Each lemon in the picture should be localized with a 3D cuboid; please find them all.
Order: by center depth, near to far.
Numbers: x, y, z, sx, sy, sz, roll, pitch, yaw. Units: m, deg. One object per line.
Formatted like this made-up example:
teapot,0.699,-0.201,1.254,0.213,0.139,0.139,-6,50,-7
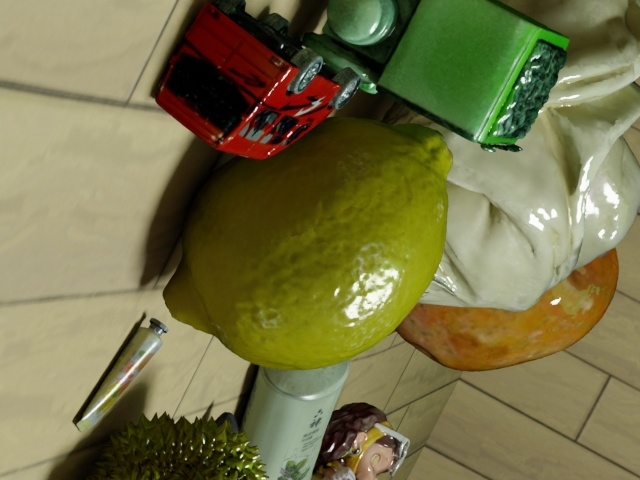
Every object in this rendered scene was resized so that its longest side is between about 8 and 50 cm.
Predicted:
lemon,0.000,0.000,1.464,0.248,0.184,0.184,-32,164,-6

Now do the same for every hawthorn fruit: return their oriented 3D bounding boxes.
hawthorn fruit,0.164,0.030,2.142,0.298,0.277,0.277,-38,172,11

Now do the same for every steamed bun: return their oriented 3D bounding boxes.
steamed bun,0.189,-0.081,1.821,0.394,0.237,0.346,-54,-171,21

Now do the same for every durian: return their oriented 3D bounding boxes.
durian,-0.131,0.222,1.567,0.198,0.146,0.159,-26,148,-49

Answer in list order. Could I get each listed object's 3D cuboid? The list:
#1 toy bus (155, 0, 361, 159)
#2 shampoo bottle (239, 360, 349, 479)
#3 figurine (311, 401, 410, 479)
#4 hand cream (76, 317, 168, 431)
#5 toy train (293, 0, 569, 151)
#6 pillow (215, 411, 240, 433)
toy bus,-0.042,-0.107,1.343,0.089,0.081,0.195,-54,170,8
shampoo bottle,-0.029,0.166,2.002,0.118,0.087,0.234,-44,159,-47
figurine,0.004,0.294,2.377,0.240,0.115,0.175,-47,160,-34
hand cream,-0.152,0.104,1.495,0.102,0.022,0.035,-54,172,-14
toy train,0.093,-0.156,1.536,0.132,0.188,0.243,-62,169,9
pillow,-0.127,0.308,1.856,0.250,0.106,0.186,-57,152,-34
